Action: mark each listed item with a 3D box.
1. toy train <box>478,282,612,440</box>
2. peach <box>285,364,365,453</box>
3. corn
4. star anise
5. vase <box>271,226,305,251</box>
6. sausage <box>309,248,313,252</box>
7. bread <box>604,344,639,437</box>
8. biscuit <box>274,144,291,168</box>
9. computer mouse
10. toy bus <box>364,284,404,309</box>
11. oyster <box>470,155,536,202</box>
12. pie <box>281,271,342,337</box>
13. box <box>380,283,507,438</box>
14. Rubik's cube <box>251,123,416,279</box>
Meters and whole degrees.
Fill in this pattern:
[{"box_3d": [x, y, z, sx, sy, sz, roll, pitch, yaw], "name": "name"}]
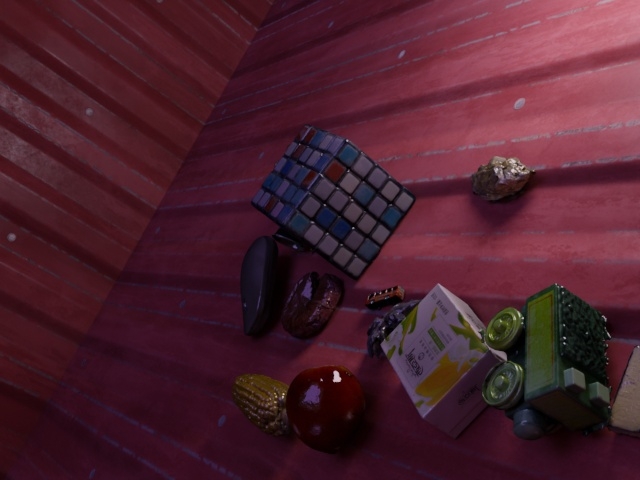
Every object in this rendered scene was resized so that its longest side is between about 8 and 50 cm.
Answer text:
[{"box_3d": [0.395, 0.214, 1.346, 0.188, 0.159, 0.272, -36, 29, 43], "name": "toy train"}, {"box_3d": [0.015, 0.380, 1.734, 0.197, 0.197, 0.197, -37, 33, 29], "name": "peach"}, {"box_3d": [-0.140, 0.415, 1.978, 0.130, 0.130, 0.347, -60, 25, -10], "name": "corn"}, {"box_3d": [0.166, 0.193, 1.786, 0.180, 0.061, 0.204, -45, 3, -5], "name": "star anise"}, {"box_3d": [-0.029, -0.150, 2.398, 0.165, 0.165, 0.360, 3, 67, 57], "name": "vase"}, {"box_3d": [0.000, 0.000, 2.325, 0.100, 0.015, 0.015, -49, 29, 10], "name": "sausage"}, {"box_3d": [0.524, 0.246, 1.260, 0.068, 0.028, 0.154, -1, 58, 56], "name": "bread"}, {"box_3d": [-0.072, -0.203, 2.336, 0.182, 0.034, 0.215, -26, 56, 23], "name": "biscuit"}, {"box_3d": [-0.201, 0.132, 2.360, 0.197, 0.094, 0.331, 119, 160, -46], "name": "computer mouse"}, {"box_3d": [0.160, 0.143, 1.916, 0.110, 0.031, 0.043, -21, 41, 44], "name": "toy bus"}, {"box_3d": [0.413, -0.151, 1.808, 0.133, 0.072, 0.209, -46, 28, 10], "name": "oyster"}, {"box_3d": [-0.028, 0.174, 2.142, 0.218, 0.054, 0.205, -16, 46, 49], "name": "pie"}, {"box_3d": [0.259, 0.242, 1.581, 0.194, 0.111, 0.260, -49, 31, 10], "name": "box"}, {"box_3d": [0.029, -0.111, 2.115, 0.292, 0.293, 0.287, -56, 28, 1], "name": "Rubik's cube"}]
